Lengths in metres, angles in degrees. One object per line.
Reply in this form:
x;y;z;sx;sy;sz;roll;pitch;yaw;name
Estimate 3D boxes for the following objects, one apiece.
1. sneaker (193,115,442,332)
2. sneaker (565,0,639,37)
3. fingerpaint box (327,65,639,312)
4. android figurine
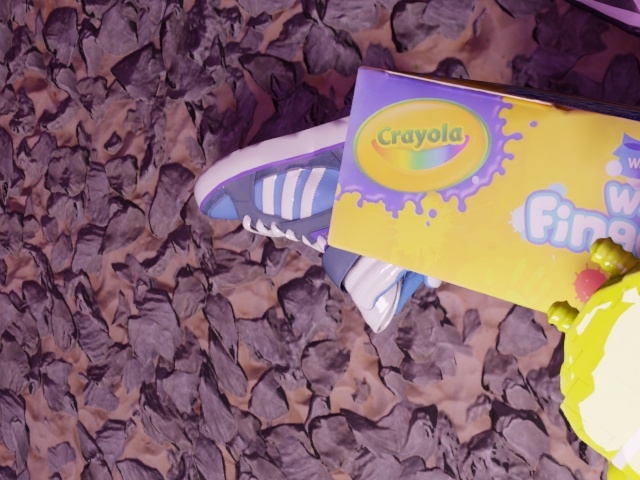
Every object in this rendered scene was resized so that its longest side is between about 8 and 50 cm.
0.001;0.000;1.301;0.323;0.130;0.236;-17;78;30;sneaker
0.393;-0.320;1.004;0.447;0.169;0.257;-9;96;44;sneaker
0.295;-0.022;0.939;0.445;0.371;0.163;17;102;34;fingerpaint box
0.266;0.107;0.713;0.273;0.056;0.248;39;131;20;android figurine
